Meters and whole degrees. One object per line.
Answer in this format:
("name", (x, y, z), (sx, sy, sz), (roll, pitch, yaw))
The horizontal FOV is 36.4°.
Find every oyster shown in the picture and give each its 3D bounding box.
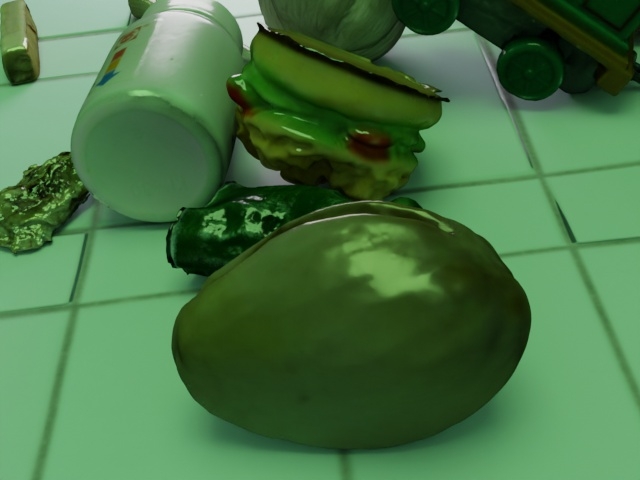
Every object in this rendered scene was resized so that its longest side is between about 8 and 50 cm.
("oyster", (-0.317, -0.055, 1.099), (0.108, 0.053, 0.165), (10, 47, 37))

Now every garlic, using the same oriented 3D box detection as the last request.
("garlic", (-0.005, -0.281, 1.268), (0.219, 0.219, 0.212), (32, 93, 39))

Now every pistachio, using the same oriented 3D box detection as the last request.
("pistachio", (0.026, 0.070, 0.791), (0.288, 0.197, 0.166), (-11, 8, 18))

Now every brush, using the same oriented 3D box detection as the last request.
("brush", (-0.187, -0.309, 1.419), (0.299, 0.042, 0.039), (31, 51, 34))

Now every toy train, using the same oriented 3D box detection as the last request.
("toy train", (0.245, -0.331, 1.137), (0.429, 0.249, 0.178), (32, 41, -8))

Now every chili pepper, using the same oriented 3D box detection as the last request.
("chili pepper", (0.000, 0.000, 0.943), (0.271, 0.099, 0.136), (6, 15, 26))

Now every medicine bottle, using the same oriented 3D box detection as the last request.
("medicine bottle", (-0.172, -0.166, 1.117), (0.170, 0.170, 0.293), (-3, 38, 6))

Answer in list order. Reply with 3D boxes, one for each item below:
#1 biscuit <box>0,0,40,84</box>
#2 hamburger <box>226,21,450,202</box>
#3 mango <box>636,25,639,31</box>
("biscuit", (-0.441, -0.294, 1.418), (0.052, 0.056, 0.188), (-14, 39, -9))
("hamburger", (0.007, -0.127, 1.031), (0.237, 0.148, 0.237), (20, 15, -6))
("mango", (0.500, -0.385, 1.282), (0.350, 0.199, 0.201), (-17, -1, -10))
